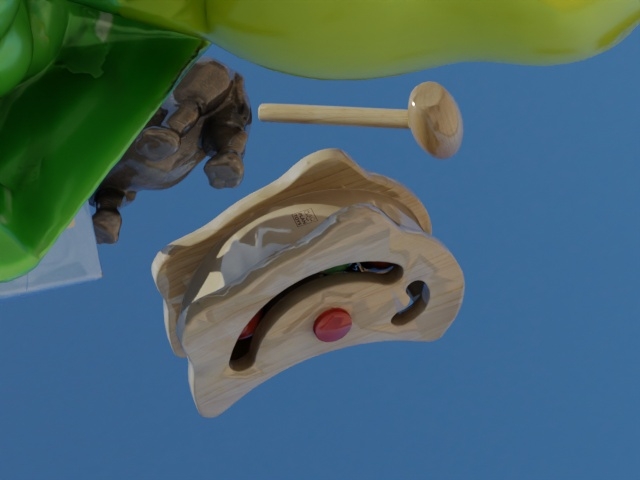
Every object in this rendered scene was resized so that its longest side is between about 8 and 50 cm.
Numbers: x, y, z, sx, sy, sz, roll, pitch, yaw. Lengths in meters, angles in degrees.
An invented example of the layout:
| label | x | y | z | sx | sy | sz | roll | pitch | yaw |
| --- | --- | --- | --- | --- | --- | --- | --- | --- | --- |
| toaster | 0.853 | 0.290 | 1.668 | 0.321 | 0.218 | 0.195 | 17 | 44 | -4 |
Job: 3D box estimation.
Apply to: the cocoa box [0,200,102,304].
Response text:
| label | x | y | z | sx | sy | sz | roll | pitch | yaw |
| --- | --- | --- | --- | --- | --- | --- | --- | --- | --- |
| cocoa box | -0.342 | -0.045 | 1.154 | 0.347 | 0.228 | 0.231 | -12 | -90 | -45 |

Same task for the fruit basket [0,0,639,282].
| label | x | y | z | sx | sy | sz | roll | pitch | yaw |
| --- | --- | --- | --- | --- | --- | --- | --- | --- | --- |
| fruit basket | -0.056 | -0.169 | 0.661 | 0.392 | 0.392 | 0.283 | -51 | -55 | -35 |

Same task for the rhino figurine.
| label | x | y | z | sx | sy | sz | roll | pitch | yaw |
| --- | --- | --- | --- | --- | --- | --- | --- | --- | --- |
| rhino figurine | -0.145 | -0.051 | 1.307 | 0.073 | 0.243 | 0.106 | 52 | -147 | -28 |

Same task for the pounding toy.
| label | x | y | z | sx | sy | sz | roll | pitch | yaw |
| --- | --- | --- | --- | --- | --- | --- | --- | --- | --- |
| pounding toy | 0.000 | 0.000 | 1.425 | 0.154 | 0.269 | 0.155 | 54 | -174 | -45 |
